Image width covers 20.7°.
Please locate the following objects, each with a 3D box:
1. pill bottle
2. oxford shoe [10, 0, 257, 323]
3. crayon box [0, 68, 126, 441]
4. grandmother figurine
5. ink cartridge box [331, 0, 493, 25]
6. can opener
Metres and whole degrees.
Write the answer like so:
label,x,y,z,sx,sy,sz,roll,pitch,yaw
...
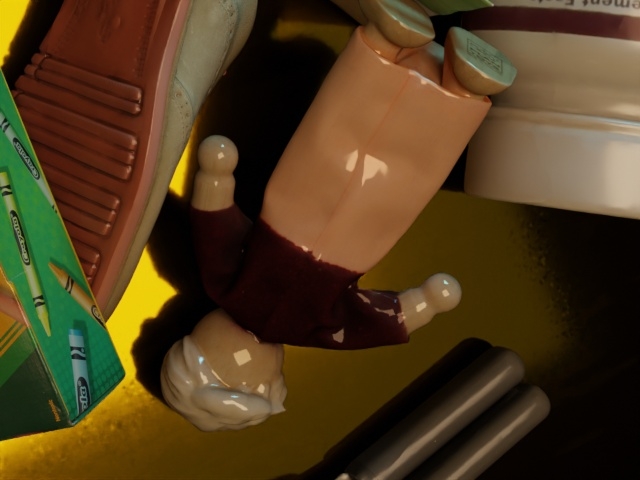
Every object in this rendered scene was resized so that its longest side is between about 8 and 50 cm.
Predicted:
label,x,y,z,sx,sy,sz,roll,pitch,yaw
pill bottle,0.221,-0.213,1.249,0.224,0.224,0.392,7,93,-20
oxford shoe,-0.113,-0.103,1.189,0.146,0.140,0.397,-1,115,-55
crayon box,-0.257,-0.005,1.127,0.165,0.081,0.278,-14,104,27
grandmother figurine,0.000,0.000,1.202,0.208,0.104,0.342,34,112,-3
ink cartridge box,0.046,-0.206,1.193,0.109,0.209,0.062,36,80,-20
can opener,0.061,0.190,1.309,0.280,0.093,0.074,-39,106,-17
